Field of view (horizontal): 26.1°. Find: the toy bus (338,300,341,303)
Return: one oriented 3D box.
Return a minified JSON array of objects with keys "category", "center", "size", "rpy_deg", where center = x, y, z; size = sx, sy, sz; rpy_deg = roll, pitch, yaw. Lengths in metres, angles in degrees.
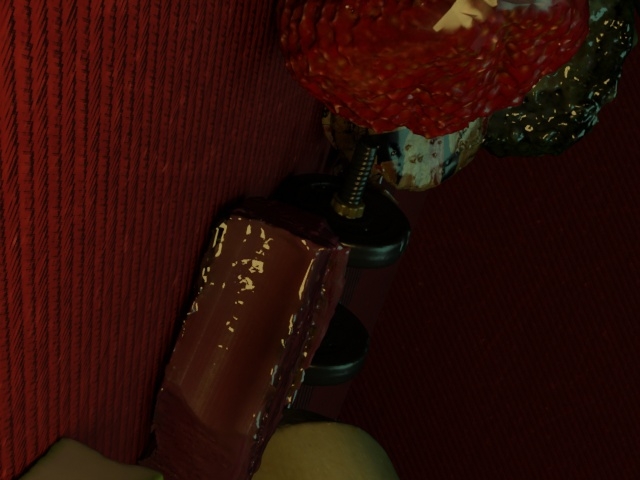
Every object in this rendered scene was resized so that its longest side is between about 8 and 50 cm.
[{"category":"toy bus","center":[-0.006,0.084,1.823],"size":[0.190,0.064,0.075],"rpy_deg":[101,2,-58]}]

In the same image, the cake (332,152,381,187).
[{"category":"cake","center":[0.092,-0.184,1.610],"size":[0.135,0.098,0.287],"rpy_deg":[-55,170,-54]}]

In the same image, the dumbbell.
[{"category":"dumbbell","center":[0.001,0.040,1.419],"size":[0.143,0.143,0.325],"rpy_deg":[-54,164,-61]}]

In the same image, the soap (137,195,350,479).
[{"category":"soap","center":[-0.074,0.107,1.239],"size":[0.289,0.112,0.182],"rpy_deg":[-68,170,11]}]

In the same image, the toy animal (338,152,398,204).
[{"category":"toy animal","center":[0.000,0.000,1.571],"size":[0.179,0.089,0.188],"rpy_deg":[-48,168,-13]}]

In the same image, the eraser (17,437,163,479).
[{"category":"eraser","center":[-0.204,0.292,0.917],"size":[0.210,0.092,0.274],"rpy_deg":[-47,158,-73]}]

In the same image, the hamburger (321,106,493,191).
[{"category":"hamburger","center":[0.110,-0.164,1.469],"size":[0.231,0.107,0.231],"rpy_deg":[-18,123,-29]}]

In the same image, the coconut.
[{"category":"coconut","center":[-0.027,0.351,1.475],"size":[0.323,0.323,0.323],"rpy_deg":[22,90,-82]}]

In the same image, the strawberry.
[{"category":"strawberry","center":[0.100,-0.196,1.032],"size":[0.288,0.239,0.250],"rpy_deg":[-158,-101,-73]}]

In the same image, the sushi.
[{"category":"sushi","center":[0.295,-0.289,1.973],"size":[0.178,0.294,0.351],"rpy_deg":[21,90,-87]}]
